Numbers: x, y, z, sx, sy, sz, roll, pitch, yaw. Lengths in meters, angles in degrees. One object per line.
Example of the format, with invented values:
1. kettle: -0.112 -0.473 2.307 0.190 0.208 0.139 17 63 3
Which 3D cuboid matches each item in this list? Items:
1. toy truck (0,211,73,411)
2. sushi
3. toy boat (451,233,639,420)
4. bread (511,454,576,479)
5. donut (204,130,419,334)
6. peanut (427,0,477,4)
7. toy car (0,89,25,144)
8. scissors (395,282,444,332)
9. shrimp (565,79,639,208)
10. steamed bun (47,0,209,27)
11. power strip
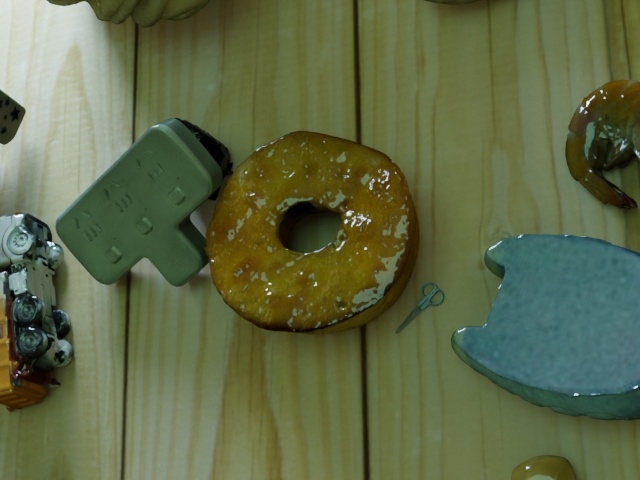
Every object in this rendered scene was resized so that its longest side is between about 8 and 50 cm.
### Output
1. toy truck: -0.443 0.102 1.987 0.135 0.114 0.270 -14 70 14
2. sushi: -0.183 -0.120 1.958 0.098 0.094 0.084 31 84 34
3. toy boat: 0.325 0.114 1.666 0.330 0.123 0.215 10 69 37
4. bread: 0.270 0.312 1.634 0.082 0.056 0.115 -15 67 19
5. donut: 0.000 0.000 1.830 0.303 0.110 0.302 -9 67 22
6. peanut: 0.239 -0.399 1.853 0.257 0.123 0.123 -20 66 14
7. toy car: -0.580 -0.069 2.034 0.226 0.242 0.336 -9 68 18
8. scissors: 0.127 0.091 1.800 0.083 0.006 0.036 -46 59 3
9. shrimp: 0.402 -0.096 1.717 0.150 0.068 0.248 -45 56 18
10. steamed bun: -0.270 -0.448 2.028 0.372 0.230 0.324 -13 38 26
11. power strip: -0.235 -0.027 1.916 0.265 0.059 0.193 -40 92 31
